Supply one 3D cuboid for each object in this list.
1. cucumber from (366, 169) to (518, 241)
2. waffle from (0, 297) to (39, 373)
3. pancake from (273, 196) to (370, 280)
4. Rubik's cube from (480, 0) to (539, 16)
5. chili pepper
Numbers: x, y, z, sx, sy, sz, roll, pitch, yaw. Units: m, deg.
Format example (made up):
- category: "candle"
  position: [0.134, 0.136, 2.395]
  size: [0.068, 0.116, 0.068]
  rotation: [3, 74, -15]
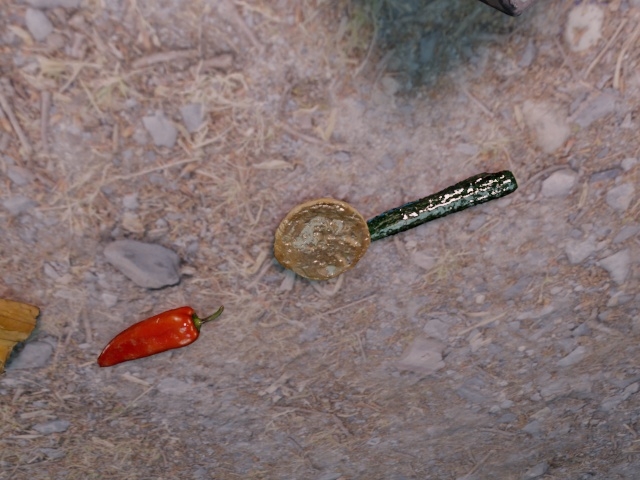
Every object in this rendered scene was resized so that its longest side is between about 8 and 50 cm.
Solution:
- category: "cucumber"
  position: [0.176, -0.053, 0.703]
  size: [0.257, 0.043, 0.044]
  rotation: [-21, 122, 7]
- category: "waffle"
  position: [-0.649, 0.169, 0.669]
  size: [0.348, 0.077, 0.304]
  rotation: [-40, 135, 19]
- category: "pancake"
  position: [0.000, 0.001, 0.684]
  size: [0.152, 0.025, 0.151]
  rotation: [-5, 127, -7]
- category: "Rubik's cube"
  position: [0.162, -0.367, 0.349]
  size: [0.237, 0.238, 0.237]
  rotation: [-35, 122, 17]
- category: "chili pepper"
  position: [-0.286, 0.167, 0.779]
  size: [0.272, 0.063, 0.071]
  rotation: [-22, 114, 10]
